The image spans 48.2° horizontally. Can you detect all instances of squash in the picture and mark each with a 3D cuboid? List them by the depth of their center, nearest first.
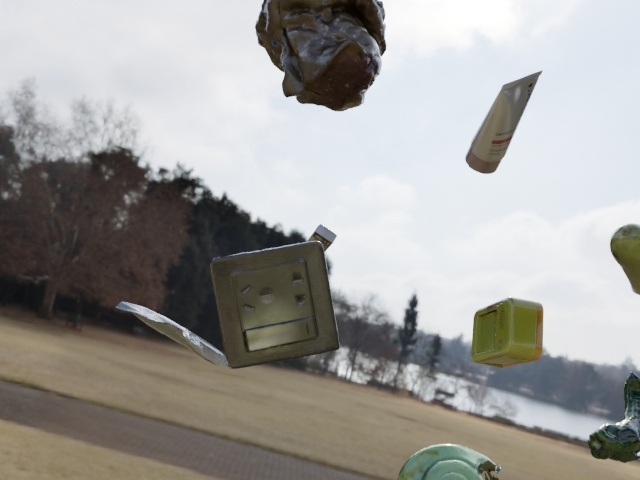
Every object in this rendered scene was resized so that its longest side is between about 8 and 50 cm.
[{"bbox_3d":[0.624,0.042,1.399,0.083,0.083,0.250,8,-21,36],"label":"squash"}]

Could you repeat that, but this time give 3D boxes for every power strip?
[{"bbox_3d":[-0.102,0.142,1.595,0.257,0.251,0.092,-9,-1,-8],"label":"power strip"}]

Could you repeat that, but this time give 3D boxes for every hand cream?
[{"bbox_3d":[0.401,-0.262,1.578,0.083,0.133,0.247,46,-34,24],"label":"hand cream"}]

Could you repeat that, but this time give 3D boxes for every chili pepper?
[{"bbox_3d":[0.440,0.260,1.018,0.073,0.050,0.182,41,38,17],"label":"chili pepper"}]

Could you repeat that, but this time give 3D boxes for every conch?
[{"bbox_3d":[0.200,0.383,1.097,0.137,0.143,0.250,25,-7,24],"label":"conch"}]

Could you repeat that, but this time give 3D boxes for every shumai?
[{"bbox_3d":[-0.014,-0.249,0.958,0.184,0.185,0.218,33,-28,-19],"label":"shumai"}]

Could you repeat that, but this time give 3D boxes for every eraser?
[{"bbox_3d":[0.000,0.000,1.715,0.052,0.029,0.122,34,-21,-1],"label":"eraser"}]

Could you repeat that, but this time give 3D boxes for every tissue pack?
[{"bbox_3d":[-0.218,0.144,1.096,0.123,0.026,0.193,25,-13,25],"label":"tissue pack"}]

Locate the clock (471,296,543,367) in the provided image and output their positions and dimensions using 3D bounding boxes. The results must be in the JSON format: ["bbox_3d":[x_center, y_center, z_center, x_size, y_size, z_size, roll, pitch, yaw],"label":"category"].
[{"bbox_3d":[0.436,0.217,1.673,0.096,0.143,0.202,13,-18,-9],"label":"clock"}]
